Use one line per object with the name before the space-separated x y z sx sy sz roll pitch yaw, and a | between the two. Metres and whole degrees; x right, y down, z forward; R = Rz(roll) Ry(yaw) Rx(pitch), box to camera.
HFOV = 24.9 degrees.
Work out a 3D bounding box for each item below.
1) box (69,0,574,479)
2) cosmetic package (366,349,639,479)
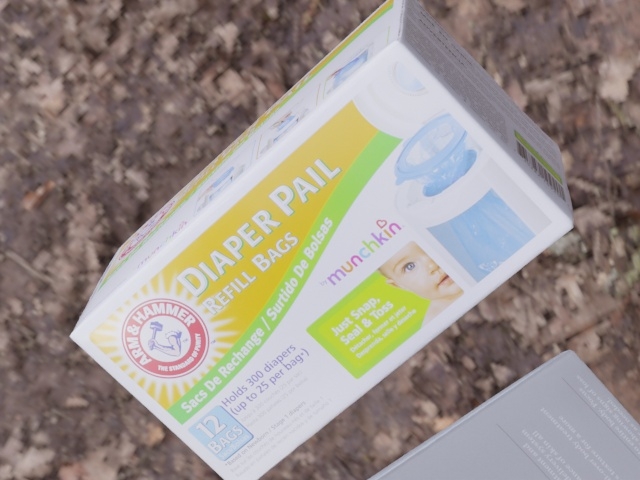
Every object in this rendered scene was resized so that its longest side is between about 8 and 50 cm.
box | 0.000 0.000 0.665 0.203 0.103 0.114 -41 103 18
cosmetic package | 0.046 0.147 0.525 0.127 0.238 0.107 51 135 16
